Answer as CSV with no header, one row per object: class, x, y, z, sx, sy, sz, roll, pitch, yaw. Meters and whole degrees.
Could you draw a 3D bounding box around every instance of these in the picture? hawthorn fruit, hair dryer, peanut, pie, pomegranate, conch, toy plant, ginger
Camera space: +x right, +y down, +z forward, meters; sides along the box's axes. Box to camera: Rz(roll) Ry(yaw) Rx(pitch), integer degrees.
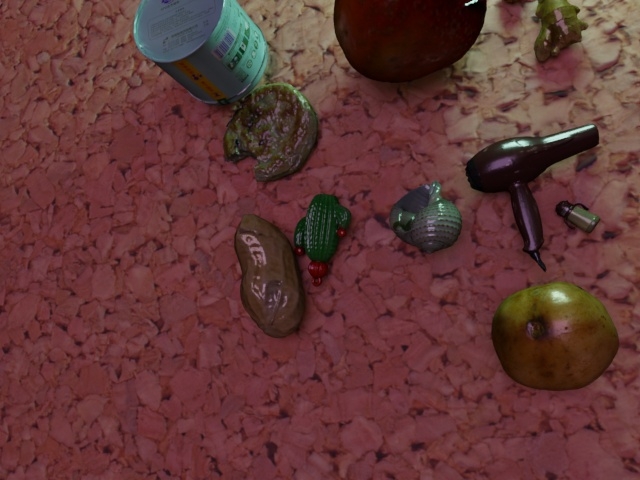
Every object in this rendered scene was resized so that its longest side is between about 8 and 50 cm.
hawthorn fruit,0.205,-0.576,1.384,0.403,0.403,0.402,-3,80,18
hair dryer,0.533,-0.098,1.309,0.313,0.123,0.340,-14,74,12
peanut,-0.140,0.094,1.480,0.174,0.158,0.339,-3,72,-22
pie,-0.145,-0.318,1.600,0.303,0.067,0.302,-3,80,19
pomegranate,0.509,0.214,1.207,0.261,0.260,0.260,-3,80,18
conch,0.276,-0.046,1.384,0.172,0.131,0.200,-14,34,38
toy plant,-0.007,-0.011,1.495,0.155,0.088,0.240,33,103,32
ginger,0.604,-0.561,1.389,0.115,0.081,0.205,0,89,50

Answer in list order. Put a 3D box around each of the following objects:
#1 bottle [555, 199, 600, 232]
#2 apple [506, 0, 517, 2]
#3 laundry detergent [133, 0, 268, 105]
bottle,0.617,-0.062,1.322,0.101,0.047,0.063,35,54,24
apple,0.509,-0.675,1.443,0.084,0.071,0.083,-3,82,19
laundry detergent,-0.319,-0.557,1.561,0.288,0.305,0.287,-5,75,20
